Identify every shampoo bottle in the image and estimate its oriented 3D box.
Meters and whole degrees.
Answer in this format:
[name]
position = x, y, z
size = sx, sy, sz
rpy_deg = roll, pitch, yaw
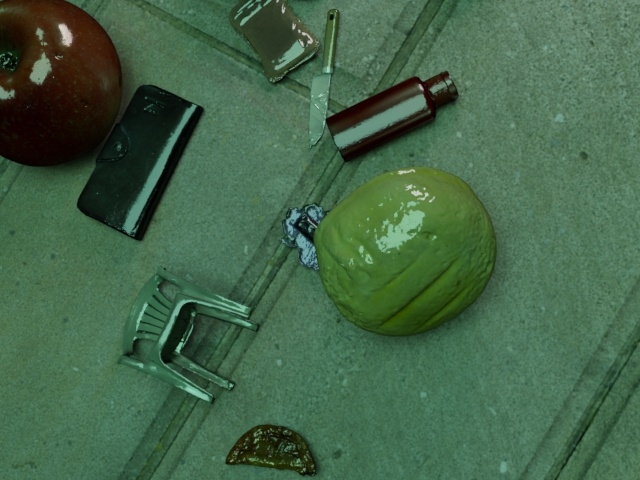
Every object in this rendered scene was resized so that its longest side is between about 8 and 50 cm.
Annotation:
[shampoo bottle]
position = 0.145, -0.254, 1.826
size = 0.260, 0.064, 0.102
rpy_deg = -24, 71, 8

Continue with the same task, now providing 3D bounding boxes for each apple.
[apple]
position = -0.586, -0.332, 1.911
size = 0.348, 0.277, 0.349
rpy_deg = -2, 79, 13

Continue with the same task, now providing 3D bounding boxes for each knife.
[knife]
position = 0.003, -0.334, 1.901
size = 0.047, 0.017, 0.298
rpy_deg = 4, 85, 17

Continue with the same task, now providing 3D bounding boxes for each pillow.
[pillow]
position = -0.101, -0.444, 1.939
size = 0.135, 0.034, 0.211
rpy_deg = -35, 72, 9

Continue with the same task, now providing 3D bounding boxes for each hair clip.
[hair clip]
position = 0.000, -0.001, 1.825
size = 0.195, 0.052, 0.124
rpy_deg = 35, 84, 22

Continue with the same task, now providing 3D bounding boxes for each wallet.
[wallet]
position = -0.386, -0.175, 1.954
size = 0.172, 0.045, 0.318
rpy_deg = 25, 85, 15

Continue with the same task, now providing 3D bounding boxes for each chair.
[chair]
position = -0.277, 0.178, 1.804
size = 0.274, 0.190, 0.203
rpy_deg = 24, 85, 9

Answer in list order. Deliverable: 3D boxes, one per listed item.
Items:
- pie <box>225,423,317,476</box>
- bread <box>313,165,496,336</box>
[pie]
position = -0.088, 0.403, 1.779
size = 0.191, 0.033, 0.088
rpy_deg = 3, 74, 20
[bread]
position = 0.156, 0.023, 1.651
size = 0.320, 0.320, 0.237
rpy_deg = -33, 58, 6
